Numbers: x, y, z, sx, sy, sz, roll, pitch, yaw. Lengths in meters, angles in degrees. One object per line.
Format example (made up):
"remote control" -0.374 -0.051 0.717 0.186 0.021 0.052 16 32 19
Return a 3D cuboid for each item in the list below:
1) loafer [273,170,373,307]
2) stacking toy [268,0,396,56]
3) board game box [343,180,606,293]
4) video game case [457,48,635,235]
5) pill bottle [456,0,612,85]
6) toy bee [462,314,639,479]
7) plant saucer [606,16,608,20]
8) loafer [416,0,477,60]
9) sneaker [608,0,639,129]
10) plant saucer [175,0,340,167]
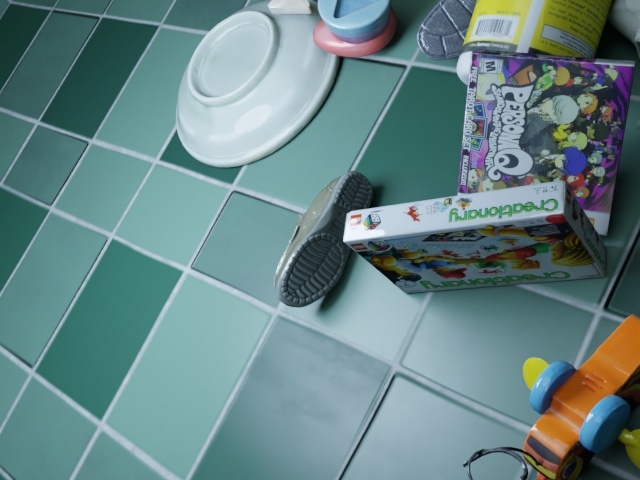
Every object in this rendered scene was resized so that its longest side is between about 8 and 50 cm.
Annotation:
"loafer" 0.000 0.000 1.352 0.251 0.094 0.087 -57 23 -17
"stacking toy" 0.053 -0.509 1.498 0.280 0.130 0.309 26 77 23
"board game box" 0.210 0.004 1.121 0.305 0.193 0.053 -7 61 32
"video game case" 0.299 -0.134 1.112 0.210 0.042 0.232 10 111 19
"pill bottle" 0.335 -0.374 1.202 0.188 0.188 0.333 19 91 40
"toy bee" 0.297 0.223 0.991 0.298 0.162 0.195 -20 43 -5
"plant saucer" 0.478 -0.398 1.274 0.192 0.018 0.067 -33 51 17
"loafer" 0.299 -0.402 1.368 0.303 0.095 0.109 -35 88 17
"sneaker" 0.473 -0.233 1.126 0.169 0.108 0.292 -46 50 1
"plant saucer" -0.153 -0.341 1.628 0.401 0.100 0.400 -17 56 27
